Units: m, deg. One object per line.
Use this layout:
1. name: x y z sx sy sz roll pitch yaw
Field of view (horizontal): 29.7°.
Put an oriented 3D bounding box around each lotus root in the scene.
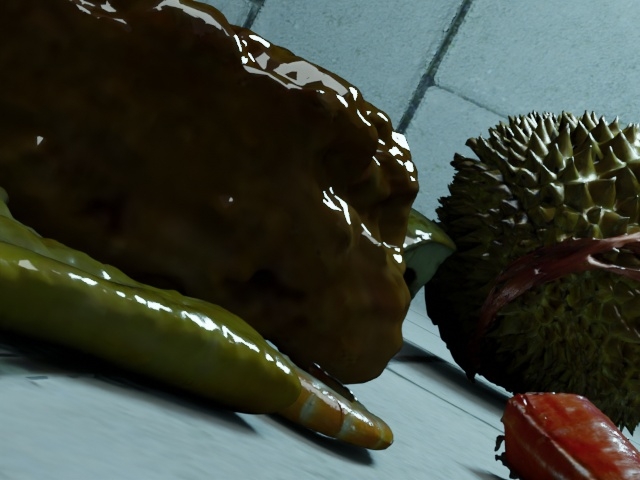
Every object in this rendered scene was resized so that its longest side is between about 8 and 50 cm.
1. lotus root: 0.004 -0.004 1.306 0.210 0.142 0.314 25 1 -36

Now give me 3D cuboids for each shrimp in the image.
1. shrimp: -0.022 0.062 0.564 0.127 0.025 0.091 32 1 0

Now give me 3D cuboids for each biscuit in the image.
1. biscuit: -0.116 0.007 0.491 0.183 0.039 0.174 30 4 43
2. biscuit: -0.150 -0.086 0.723 0.395 0.166 0.343 26 0 -23

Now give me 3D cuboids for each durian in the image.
1. durian: 0.275 0.032 1.333 0.384 0.347 0.347 55 10 18

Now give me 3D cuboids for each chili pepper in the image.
1. chili pepper: 0.155 0.136 0.646 0.088 0.065 0.169 27 5 -11
